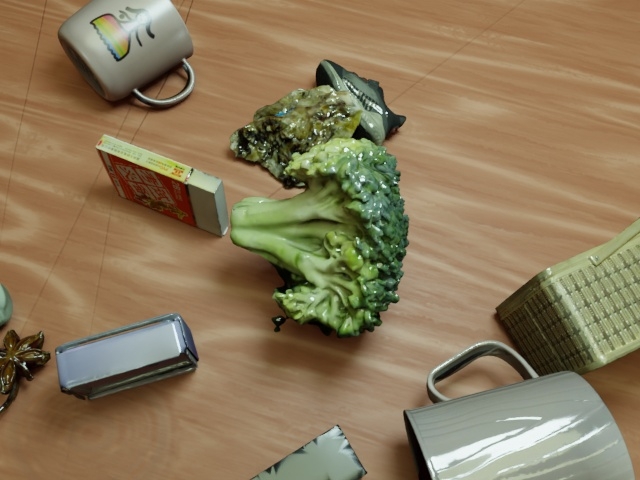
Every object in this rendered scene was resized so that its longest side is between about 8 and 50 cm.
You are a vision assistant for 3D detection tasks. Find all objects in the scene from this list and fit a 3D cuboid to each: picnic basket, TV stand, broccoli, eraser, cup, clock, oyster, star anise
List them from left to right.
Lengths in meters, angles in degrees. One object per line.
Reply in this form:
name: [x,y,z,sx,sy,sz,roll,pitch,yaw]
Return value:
star anise: [-0.511,0.225,0.958,0.098,0.070,0.190,22,46,5]
clock: [-0.300,0.188,0.948,0.194,0.144,0.073,-15,71,-10]
cup: [-0.377,-0.377,1.207,0.200,0.191,0.252,-42,106,-16]
eraser: [-0.279,-0.095,1.075,0.231,0.157,0.038,21,63,8]
TV stand: [-0.067,0.390,0.898,0.270,0.082,0.088,-29,70,-14]
oyster: [-0.041,-0.216,1.157,0.214,0.083,0.222,30,89,16]
broccoli: [-0.003,0.000,0.946,0.281,0.347,0.293,8,59,13]
cup: [0.267,0.309,0.887,0.274,0.288,0.208,-16,110,-1]
picnic basket: [0.483,0.091,0.985,0.313,0.228,0.175,-22,70,-11]

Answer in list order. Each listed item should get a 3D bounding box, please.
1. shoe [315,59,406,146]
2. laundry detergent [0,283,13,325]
shoe: [0.081,-0.285,1.222,0.112,0.099,0.227,-26,72,-21]
laundry detergent: [-0.637,0.178,0.966,0.290,0.094,0.143,-38,67,-18]
